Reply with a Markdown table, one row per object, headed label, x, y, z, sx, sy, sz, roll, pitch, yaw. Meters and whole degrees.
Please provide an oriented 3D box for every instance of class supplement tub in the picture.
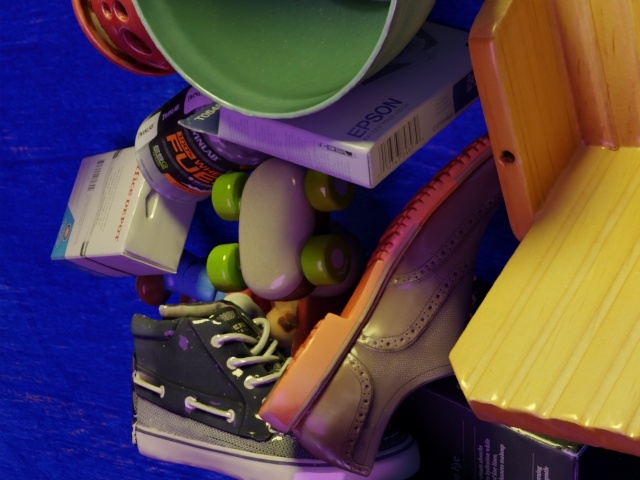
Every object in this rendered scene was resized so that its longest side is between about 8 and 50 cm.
| label | x | y | z | sx | sy | sz | roll | pitch | yaw |
| --- | --- | --- | --- | --- | --- | --- | --- | --- | --- |
| supplement tub | -0.111 | -0.120 | 1.465 | 0.117 | 0.117 | 0.190 | 55 | 142 | -6 |

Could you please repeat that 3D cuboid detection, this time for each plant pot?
| label | x | y | z | sx | sy | sz | roll | pitch | yaw |
| --- | --- | --- | --- | --- | --- | --- | --- | --- | --- |
| plant pot | -0.141 | -0.253 | 1.329 | 0.174 | 0.191 | 0.191 | -12 | 111 | 54 |
| plant pot | -0.003 | -0.270 | 1.148 | 0.293 | 0.196 | 0.293 | 16 | 118 | 32 |

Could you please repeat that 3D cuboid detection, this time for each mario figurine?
| label | x | y | z | sx | sy | sz | roll | pitch | yaw |
| --- | --- | --- | --- | --- | --- | --- | --- | --- | --- |
| mario figurine | -0.079 | 0.108 | 1.567 | 0.320 | 0.198 | 0.170 | 16 | 118 | 41 |

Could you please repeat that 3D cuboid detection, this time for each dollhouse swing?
| label | x | y | z | sx | sy | sz | roll | pitch | yaw |
| --- | --- | --- | --- | --- | --- | --- | --- | --- | --- |
| dollhouse swing | 0.247 | -0.056 | 1.009 | 0.346 | 0.305 | 0.315 | 9 | 126 | 42 |

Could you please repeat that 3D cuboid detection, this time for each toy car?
| label | x | y | z | sx | sy | sz | roll | pitch | yaw |
| --- | --- | --- | --- | --- | --- | --- | --- | --- | --- |
| toy car | 0.000 | 0.000 | 1.424 | 0.155 | 0.188 | 0.149 | -5 | 77 | 37 |

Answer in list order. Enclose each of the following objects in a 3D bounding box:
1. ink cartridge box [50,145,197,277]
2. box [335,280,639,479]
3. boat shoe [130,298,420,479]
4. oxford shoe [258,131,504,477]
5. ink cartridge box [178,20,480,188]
| label | x | y | z | sx | sy | sz | roll | pitch | yaw |
| --- | --- | --- | --- | --- | --- | --- | --- | --- | --- |
| ink cartridge box | -0.231 | -0.032 | 1.611 | 0.082 | 0.140 | 0.190 | 25 | 164 | -34 |
| box | 0.173 | 0.237 | 1.423 | 0.312 | 0.179 | 0.343 | 21 | 133 | 32 |
| boat shoe | -0.060 | 0.149 | 1.354 | 0.340 | 0.127 | 0.158 | 3 | 104 | 32 |
| oxford shoe | 0.099 | 0.051 | 1.254 | 0.132 | 0.364 | 0.130 | 37 | 179 | 1 |
| ink cartridge box | 0.019 | -0.144 | 1.229 | 0.224 | 0.223 | 0.045 | 19 | 132 | 32 |
